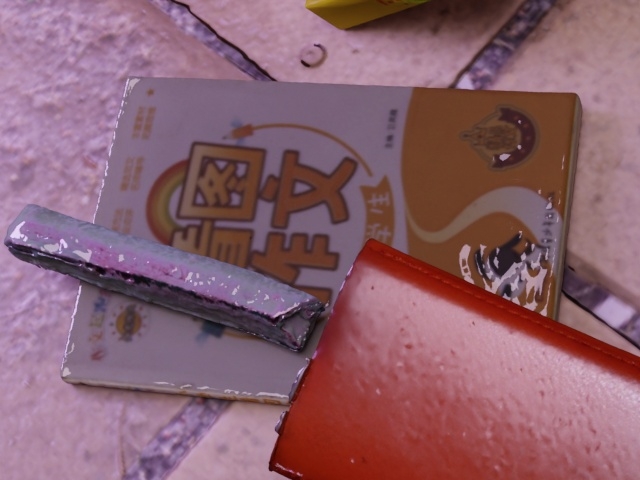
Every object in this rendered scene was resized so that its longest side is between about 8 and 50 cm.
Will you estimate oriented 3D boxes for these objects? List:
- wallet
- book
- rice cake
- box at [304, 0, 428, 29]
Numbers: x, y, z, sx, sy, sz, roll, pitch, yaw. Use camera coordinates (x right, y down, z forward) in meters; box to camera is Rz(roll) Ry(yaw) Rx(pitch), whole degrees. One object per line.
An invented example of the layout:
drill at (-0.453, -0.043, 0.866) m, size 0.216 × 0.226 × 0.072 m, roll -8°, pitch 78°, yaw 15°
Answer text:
wallet at (0.088, 0.102, 0.811) m, size 0.204 × 0.045 × 0.142 m, roll 24°, pitch 91°, yaw 16°
book at (0.000, 0.000, 0.907) m, size 0.295 × 0.020 × 0.208 m, roll 4°, pitch 70°, yaw 16°
rice cake at (-0.095, 0.021, 0.893) m, size 0.207 × 0.033 × 0.033 m, roll 16°, pitch 65°, yaw 19°
box at (0.079, -0.275, 0.950) m, size 0.153 × 0.041 × 0.279 m, roll -10°, pitch 61°, yaw 49°
